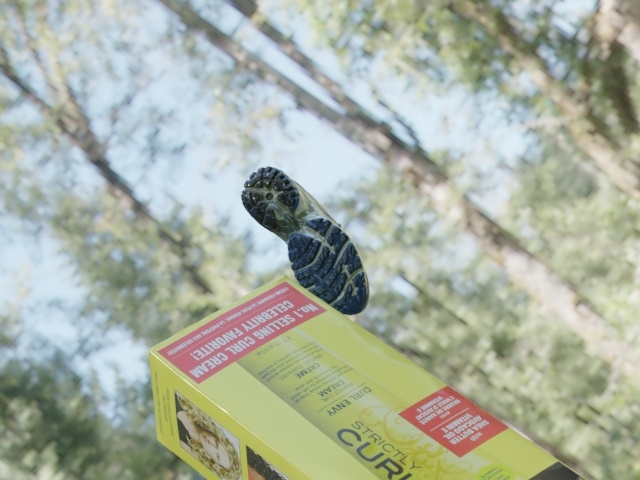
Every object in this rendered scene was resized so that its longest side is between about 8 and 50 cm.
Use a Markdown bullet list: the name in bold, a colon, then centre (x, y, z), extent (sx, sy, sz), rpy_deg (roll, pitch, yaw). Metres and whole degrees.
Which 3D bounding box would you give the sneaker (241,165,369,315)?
- **sneaker**: centre (0.000, 0.000, 1.190), extent (0.052, 0.135, 0.058), rpy_deg (-42, -25, 15)

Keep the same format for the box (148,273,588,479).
- **box**: centre (0.031, 0.101, 0.668), extent (0.087, 0.232, 0.058), rpy_deg (-28, -48, -31)
